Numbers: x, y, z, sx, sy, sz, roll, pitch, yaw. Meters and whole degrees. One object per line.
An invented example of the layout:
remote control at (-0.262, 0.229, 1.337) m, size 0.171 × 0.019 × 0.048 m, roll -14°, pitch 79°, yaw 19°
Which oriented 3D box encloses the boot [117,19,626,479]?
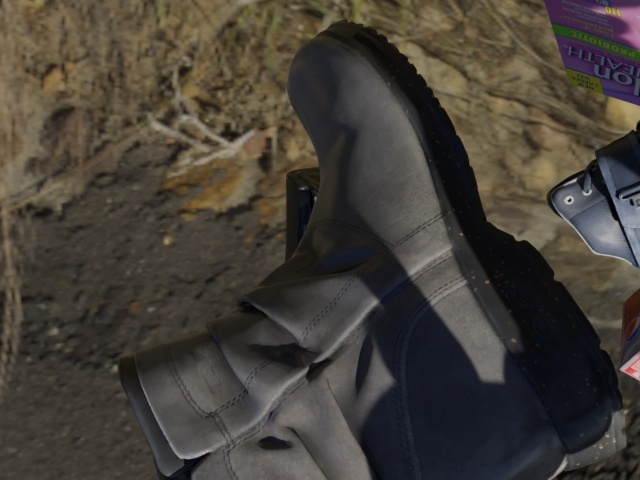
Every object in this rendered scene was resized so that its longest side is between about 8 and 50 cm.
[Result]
boot at (-0.013, 0.025, 0.654) m, size 0.223 × 0.118 × 0.338 m, roll -26°, pitch 46°, yaw -4°

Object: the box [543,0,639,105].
box at (0.391, -0.266, 1.437) m, size 0.213 × 0.243 × 0.117 m, roll 24°, pitch 75°, yaw 31°

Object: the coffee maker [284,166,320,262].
coffee maker at (0.000, 0.000, 1.517) m, size 0.171 × 0.120 × 0.178 m, roll 19°, pitch 114°, yaw 40°

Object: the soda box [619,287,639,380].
soda box at (0.397, 0.122, 1.082) m, size 0.263 × 0.092 × 0.083 m, roll 29°, pitch 132°, yaw -10°

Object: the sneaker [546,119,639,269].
sneaker at (0.225, -0.091, 0.860) m, size 0.163 × 0.086 × 0.226 m, roll -19°, pitch 83°, yaw 22°
